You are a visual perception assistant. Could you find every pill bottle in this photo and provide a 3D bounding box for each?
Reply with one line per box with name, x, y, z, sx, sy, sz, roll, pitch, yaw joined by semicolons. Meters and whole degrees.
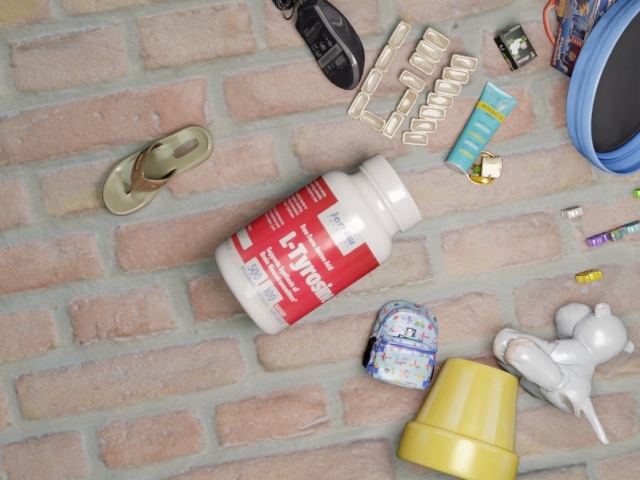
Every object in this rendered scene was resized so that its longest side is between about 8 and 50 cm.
pill bottle;0.000;0.000;1.847;0.407;0.229;0.229;-34;94;2

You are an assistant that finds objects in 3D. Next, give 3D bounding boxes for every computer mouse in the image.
computer mouse;0.020;-0.451;1.864;0.072;0.188;0.272;-36;99;-31

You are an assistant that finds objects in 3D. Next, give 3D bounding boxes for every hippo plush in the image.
hippo plush;0.525;0.223;1.863;0.236;0.294;0.234;-48;115;-5

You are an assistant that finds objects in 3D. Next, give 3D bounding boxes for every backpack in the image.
backpack;0.186;0.225;1.925;0.158;0.117;0.173;18;91;-3

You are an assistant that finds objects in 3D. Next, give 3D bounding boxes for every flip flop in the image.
flip flop;-0.355;-0.156;1.902;0.277;0.080;0.112;-31;94;1

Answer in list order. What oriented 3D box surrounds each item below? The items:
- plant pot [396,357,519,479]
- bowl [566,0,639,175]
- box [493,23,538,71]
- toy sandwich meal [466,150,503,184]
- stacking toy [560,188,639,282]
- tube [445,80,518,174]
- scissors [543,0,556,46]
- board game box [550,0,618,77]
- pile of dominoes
plant pot;0.314;0.388;1.886;0.253;0.254;0.239;18;78;-2
bowl;0.651;-0.328;1.803;0.391;0.077;0.391;-20;125;-31
box;0.423;-0.417;1.906;0.052;0.062;0.083;-30;94;0
toy sandwich meal;0.361;-0.160;1.941;0.085;0.029;0.086;0;94;-1
stacking toy;0.654;-0.015;1.951;0.221;0.052;0.167;-17;96;-2
tube;0.348;-0.242;1.928;0.080;0.052;0.207;33;83;-9
scissors;0.512;-0.570;1.917;0.108;0.021;0.297;-19;96;2
board game box;0.547;-0.447;1.844;0.060;0.194;0.194;1;116;-11
pile of dominoes;0.203;-0.339;1.933;0.196;0.040;0.251;31;101;-4
